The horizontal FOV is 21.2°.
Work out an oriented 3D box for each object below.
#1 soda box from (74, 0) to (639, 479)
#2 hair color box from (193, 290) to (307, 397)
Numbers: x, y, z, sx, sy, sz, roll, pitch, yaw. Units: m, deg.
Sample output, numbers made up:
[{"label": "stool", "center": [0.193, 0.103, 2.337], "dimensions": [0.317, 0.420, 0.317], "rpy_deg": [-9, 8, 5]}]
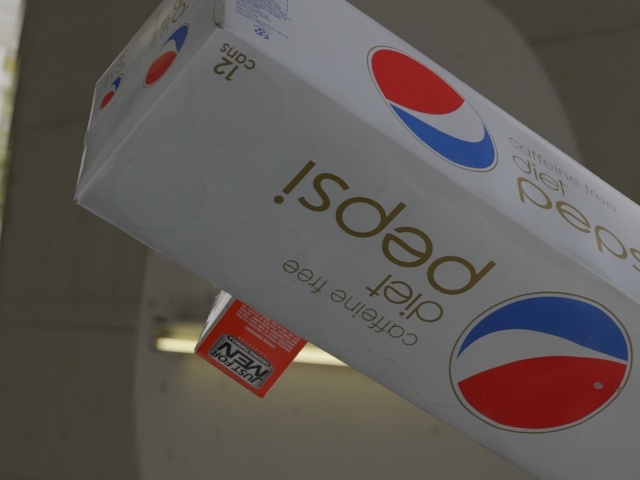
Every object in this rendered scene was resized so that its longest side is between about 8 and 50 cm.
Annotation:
[{"label": "soda box", "center": [0.036, 0.001, 0.521], "dimensions": [0.074, 0.216, 0.069], "rpy_deg": [-47, -156, 26]}, {"label": "hair color box", "center": [0.000, 0.000, 0.812], "dimensions": [0.141, 0.043, 0.072], "rpy_deg": [-51, -172, 20]}]
